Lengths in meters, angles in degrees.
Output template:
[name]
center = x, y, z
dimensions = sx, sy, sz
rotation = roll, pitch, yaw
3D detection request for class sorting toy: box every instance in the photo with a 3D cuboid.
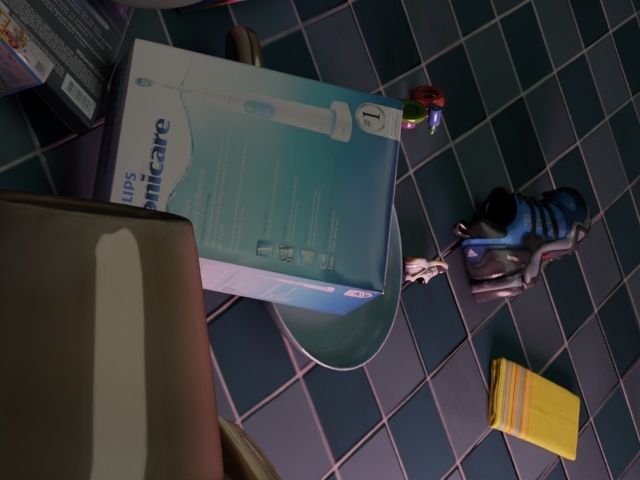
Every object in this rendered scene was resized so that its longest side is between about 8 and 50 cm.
[sorting toy]
center = 0.137, -0.173, 2.053
dimensions = 0.102, 0.061, 0.042
rotation = -39, 146, -42

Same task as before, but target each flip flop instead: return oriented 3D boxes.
[flip flop]
center = -0.110, -0.106, 1.671
dimensions = 0.080, 0.112, 0.277
rotation = 4, 82, -20

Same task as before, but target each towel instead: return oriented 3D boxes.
[towel]
center = 0.315, 0.249, 2.196
dimensions = 0.237, 0.021, 0.102
rotation = 28, 65, -47

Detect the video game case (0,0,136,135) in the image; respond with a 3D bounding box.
[video game case]
center = -0.267, -0.265, 1.522
dimensions = 0.196, 0.026, 0.274
rotation = 49, 34, -33

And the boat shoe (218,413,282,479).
[boat shoe]
center = -0.046, 0.319, 1.533
dimensions = 0.110, 0.121, 0.341
rotation = 21, 36, -61

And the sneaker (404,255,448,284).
[sneaker]
center = 0.139, 0.042, 2.014
dimensions = 0.083, 0.032, 0.037
rotation = 6, 90, -47

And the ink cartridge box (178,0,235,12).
[ink cartridge box]
center = -0.034, -0.442, 1.809
dimensions = 0.395, 0.151, 0.270
rotation = -23, 100, -51

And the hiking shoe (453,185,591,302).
[hiking shoe]
center = 0.302, -0.028, 2.171
dimensions = 0.304, 0.113, 0.132
rotation = -39, 112, -50

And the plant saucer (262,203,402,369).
[plant saucer]
center = 0.000, 0.000, 1.813
dimensions = 0.317, 0.043, 0.318
rotation = 20, 66, -54

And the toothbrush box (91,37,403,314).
[toothbrush box]
center = -0.080, -0.060, 1.548
dimensions = 0.295, 0.126, 0.216
rotation = 11, 73, -17

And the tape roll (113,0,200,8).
[tape roll]
center = -0.163, -0.376, 1.490
dimensions = 0.246, 0.246, 0.169
rotation = 53, 33, -30

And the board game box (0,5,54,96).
[board game box]
center = -0.335, -0.196, 1.387
dimensions = 0.154, 0.103, 0.026
rotation = 50, 45, -33

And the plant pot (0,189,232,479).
[plant pot]
center = -0.213, 0.108, 1.226
dimensions = 0.323, 0.323, 0.280
rotation = 4, 96, -52
